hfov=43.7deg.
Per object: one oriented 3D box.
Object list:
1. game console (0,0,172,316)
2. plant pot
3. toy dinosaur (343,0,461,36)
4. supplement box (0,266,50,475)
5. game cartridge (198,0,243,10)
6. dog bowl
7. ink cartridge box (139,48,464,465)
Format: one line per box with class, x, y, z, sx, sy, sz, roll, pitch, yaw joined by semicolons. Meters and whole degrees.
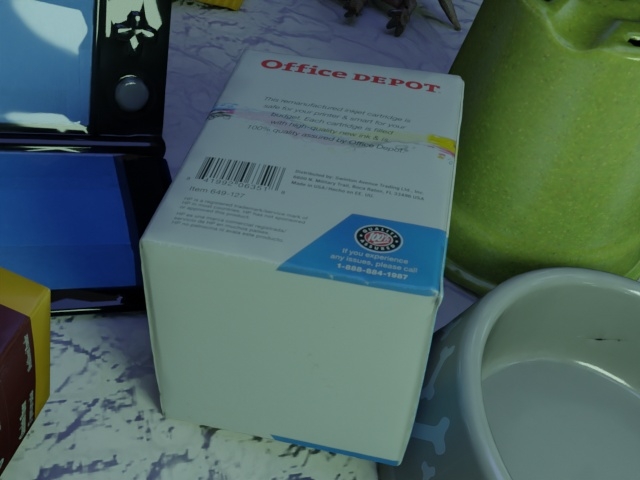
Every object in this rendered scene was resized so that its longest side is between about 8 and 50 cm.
game console;-0.238;-0.090;0.574;0.293;0.250;0.173;-2;22;-27
plant pot;0.213;-0.121;0.700;0.276;0.254;0.276;3;53;-4
toy dinosaur;0.064;-0.377;1.035;0.296;0.127;0.200;12;37;-22
supplement box;-0.264;0.092;0.383;0.191;0.129;0.194;24;51;-1
game cartridge;-0.246;-0.400;0.916;0.324;0.052;0.285;3;52;-32
dog bowl;0.221;0.164;0.574;0.349;0.102;0.348;12;44;-12
ink cartridge box;0.000;0.000;0.562;0.171;0.168;0.232;10;42;7
